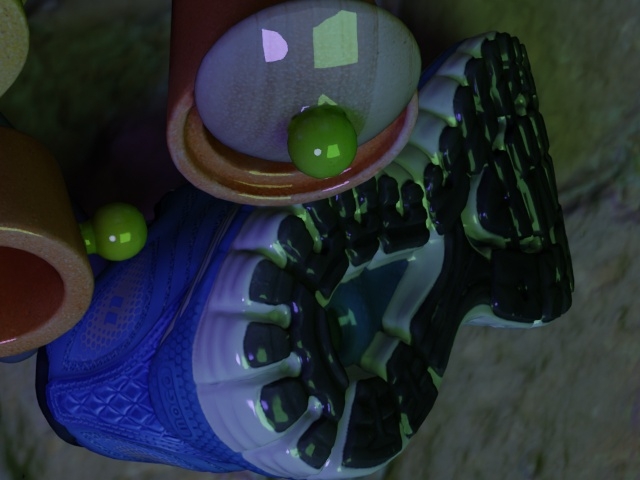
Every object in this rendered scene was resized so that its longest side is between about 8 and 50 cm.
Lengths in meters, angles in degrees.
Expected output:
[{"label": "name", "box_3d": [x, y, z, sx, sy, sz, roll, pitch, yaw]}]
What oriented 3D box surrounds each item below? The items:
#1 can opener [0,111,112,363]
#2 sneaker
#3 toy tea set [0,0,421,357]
[{"label": "can opener", "box_3d": [-0.156, -0.048, 0.621, 0.074, 0.093, 0.280, -46, 140, -12]}, {"label": "sneaker", "box_3d": [0.000, 0.000, 0.738, 0.330, 0.147, 0.130, -28, 108, -59]}, {"label": "toy tea set", "box_3d": [-0.131, 0.004, 0.538, 0.336, 0.124, 0.200, -28, 140, 20]}]
